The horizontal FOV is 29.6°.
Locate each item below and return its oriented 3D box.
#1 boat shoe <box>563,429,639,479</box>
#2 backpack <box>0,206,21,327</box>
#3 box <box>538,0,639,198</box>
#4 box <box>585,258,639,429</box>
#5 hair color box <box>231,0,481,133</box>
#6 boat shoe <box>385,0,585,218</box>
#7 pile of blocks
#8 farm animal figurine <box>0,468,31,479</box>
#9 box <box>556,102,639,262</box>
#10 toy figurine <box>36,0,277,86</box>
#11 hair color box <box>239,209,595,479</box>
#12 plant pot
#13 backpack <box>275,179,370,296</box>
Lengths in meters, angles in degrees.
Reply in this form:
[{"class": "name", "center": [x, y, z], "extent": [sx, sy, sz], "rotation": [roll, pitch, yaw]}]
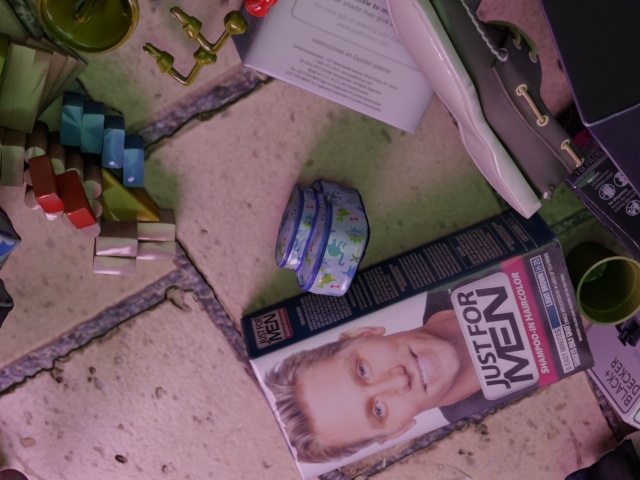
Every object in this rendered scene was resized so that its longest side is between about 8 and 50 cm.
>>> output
[{"class": "boat shoe", "center": [0.452, 0.281, 1.469], "extent": [0.340, 0.127, 0.158], "rotation": [4, 152, -29]}, {"class": "backpack", "center": [-0.410, 0.002, 1.111], "extent": [0.253, 0.225, 0.191], "rotation": [28, 91, -23]}, {"class": "box", "center": [0.298, -0.194, 1.023], "extent": [0.182, 0.296, 0.294], "rotation": [-24, 151, 20]}, {"class": "box", "center": [0.413, 0.061, 1.320], "extent": [0.087, 0.169, 0.290], "rotation": [25, 108, -20]}, {"class": "hair color box", "center": [0.077, -0.311, 1.123], "extent": [0.185, 0.113, 0.374], "rotation": [20, 109, -19]}, {"class": "boat shoe", "center": [0.155, -0.145, 1.100], "extent": [0.091, 0.109, 0.305], "rotation": [-38, 132, 0]}, {"class": "pile of blocks", "center": [-0.261, -0.095, 1.157], "extent": [0.362, 0.113, 0.149], "rotation": [39, 102, -23]}, {"class": "farm animal figurine", "center": [-0.377, 0.330, 1.276], "extent": [0.330, 0.172, 0.327], "rotation": [34, 108, 17]}, {"class": "box", "center": [0.372, -0.114, 1.250], "extent": [0.247, 0.142, 0.163], "rotation": [-43, 113, 8]}, {"class": "toy figurine", "center": [-0.114, -0.325, 1.071], "extent": [0.191, 0.217, 0.362], "rotation": [16, 153, -21]}, {"class": "hair color box", "center": [0.106, 0.112, 1.322], "extent": [0.347, 0.105, 0.174], "rotation": [-22, 115, 0]}, {"class": "plant pot", "center": [0.309, 0.040, 1.340], "extent": [0.083, 0.079, 0.083], "rotation": [-4, 114, -9]}, {"class": "backpack", "center": [0.000, 0.000, 1.246], "extent": [0.084, 0.114, 0.105], "rotation": [12, 112, -15]}]
